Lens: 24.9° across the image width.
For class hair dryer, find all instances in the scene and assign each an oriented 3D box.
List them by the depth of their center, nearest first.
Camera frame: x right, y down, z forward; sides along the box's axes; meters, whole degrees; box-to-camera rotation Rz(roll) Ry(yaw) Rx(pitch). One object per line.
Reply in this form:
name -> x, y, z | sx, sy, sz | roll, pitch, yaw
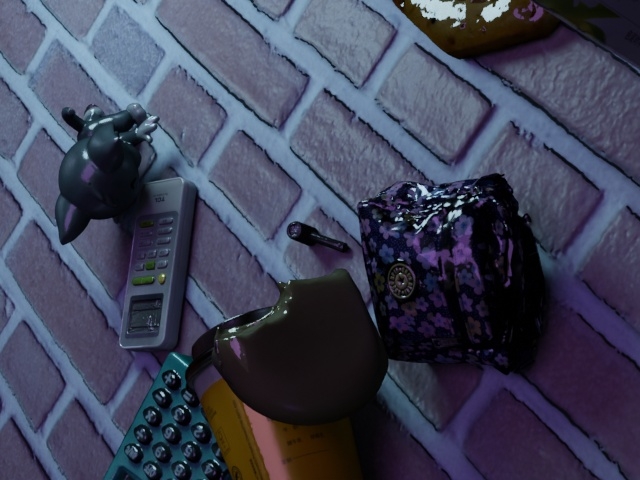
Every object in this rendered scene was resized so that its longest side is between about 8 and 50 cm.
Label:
hair dryer -> 0.000, 0.000, 1.871 | 0.083, 0.047, 0.026 | 21, 91, 31

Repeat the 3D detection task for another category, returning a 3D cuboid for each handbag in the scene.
handbag -> 0.151, 0.041, 1.644 | 0.208, 0.127, 0.228 | -4, 93, 42

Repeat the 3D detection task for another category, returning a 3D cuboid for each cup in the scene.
cup -> -0.042, 0.229, 1.740 | 0.196, 0.196, 0.279 | -35, 64, 31

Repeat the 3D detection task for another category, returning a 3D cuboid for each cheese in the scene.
cheese -> -0.023, 0.125, 1.640 | 0.091, 0.203, 0.175 | 130, 125, -62

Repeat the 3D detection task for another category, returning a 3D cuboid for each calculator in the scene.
calculator -> -0.180, 0.305, 1.924 | 0.248, 0.058, 0.274 | 33, 98, 44

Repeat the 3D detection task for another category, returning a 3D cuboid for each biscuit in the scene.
biscuit -> 0.221, -0.395, 1.790 | 0.359, 0.046, 0.359 | -17, 65, 40

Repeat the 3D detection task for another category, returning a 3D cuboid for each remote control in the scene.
remote control -> -0.233, 0.035, 2.082 | 0.103, 0.034, 0.250 | -6, 73, 43

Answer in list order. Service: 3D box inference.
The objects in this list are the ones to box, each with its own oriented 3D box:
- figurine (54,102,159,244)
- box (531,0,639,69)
figurine -> -0.321, -0.135, 2.145 | 0.193, 0.140, 0.265 | -48, 45, 27
box -> 0.313, -0.309, 1.520 | 0.194, 0.260, 0.111 | -57, 46, 14
